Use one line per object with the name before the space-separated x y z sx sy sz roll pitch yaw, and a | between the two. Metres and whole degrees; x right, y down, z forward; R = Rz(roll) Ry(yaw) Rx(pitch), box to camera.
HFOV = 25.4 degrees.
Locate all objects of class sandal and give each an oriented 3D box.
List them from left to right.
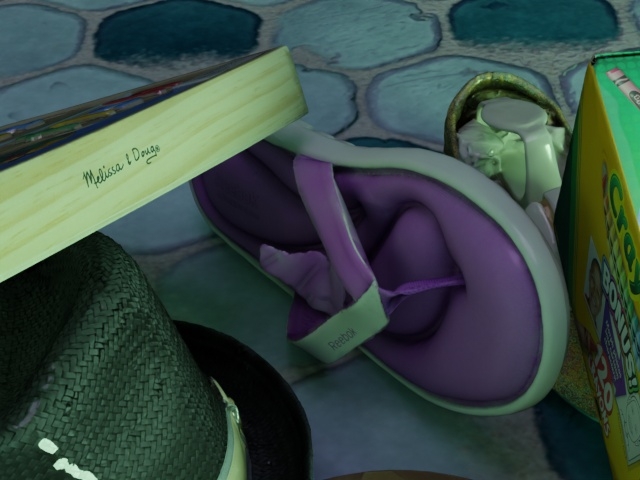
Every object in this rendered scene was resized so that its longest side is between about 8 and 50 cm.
sandal | 0.002 0.014 0.936 0.102 0.169 0.416 -20 25 -27

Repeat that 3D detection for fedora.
fedora | -0.164 0.096 0.798 0.334 0.152 0.334 -10 29 6

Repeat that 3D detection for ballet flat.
ballet flat | 0.162 -0.013 0.996 0.123 0.123 0.348 -9 35 -8

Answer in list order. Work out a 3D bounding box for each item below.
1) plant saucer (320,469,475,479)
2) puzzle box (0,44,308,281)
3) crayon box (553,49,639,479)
plant saucer | 0.039 0.215 0.742 0.278 0.041 0.278 -3 34 2
puzzle box | -0.213 -0.023 0.842 0.272 0.052 0.409 -12 12 29
crayon box | 0.202 0.052 0.777 0.081 0.165 0.278 -5 56 -3
